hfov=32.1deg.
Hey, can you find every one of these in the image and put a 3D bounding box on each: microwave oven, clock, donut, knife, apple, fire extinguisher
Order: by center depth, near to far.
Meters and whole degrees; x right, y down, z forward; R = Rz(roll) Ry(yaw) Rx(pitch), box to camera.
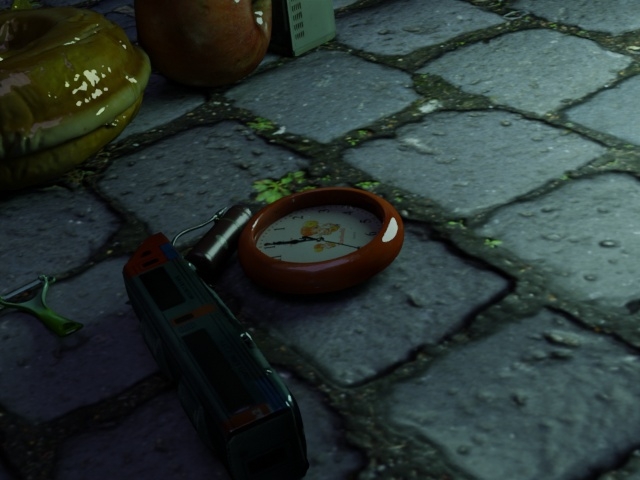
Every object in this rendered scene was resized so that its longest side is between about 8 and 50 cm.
[{"bbox_3d":[-0.324,0.084,1.328,0.078,0.023,0.166,-33,35,-25],"label":"knife"},{"bbox_3d":[0.000,0.000,1.350,0.205,0.051,0.205,-7,31,4],"label":"clock"},{"bbox_3d":[-0.137,0.006,1.378,0.078,0.045,0.157,36,40,0],"label":"fire extinguisher"},{"bbox_3d":[-0.481,-0.230,1.747,0.448,0.198,0.449,-8,29,5],"label":"donut"},{"bbox_3d":[-0.203,-0.382,1.868,0.253,0.254,0.253,-7,30,4],"label":"apple"},{"bbox_3d":[-0.090,-0.438,2.029,0.129,0.163,0.205,-34,41,-32],"label":"microwave oven"}]

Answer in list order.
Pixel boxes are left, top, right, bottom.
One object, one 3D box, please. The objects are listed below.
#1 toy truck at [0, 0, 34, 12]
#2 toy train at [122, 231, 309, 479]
[{"bbox_3d":[-0.631,-0.339,2.011,0.286,0.111,0.136,-41,32,19],"label":"toy truck"},{"bbox_3d":[-0.131,0.111,1.162,0.089,0.086,0.409,-22,32,-17],"label":"toy train"}]
